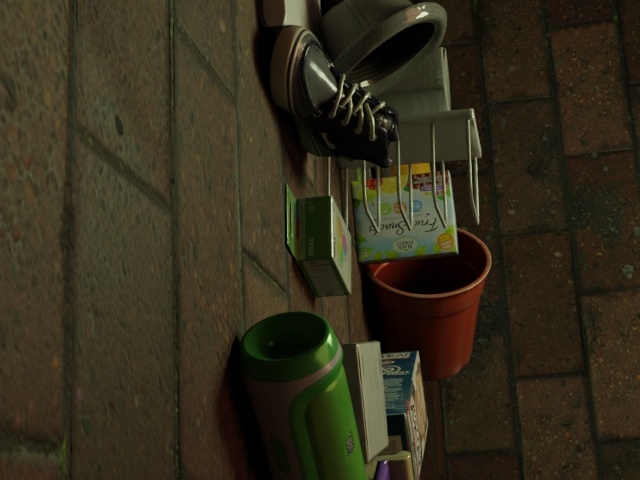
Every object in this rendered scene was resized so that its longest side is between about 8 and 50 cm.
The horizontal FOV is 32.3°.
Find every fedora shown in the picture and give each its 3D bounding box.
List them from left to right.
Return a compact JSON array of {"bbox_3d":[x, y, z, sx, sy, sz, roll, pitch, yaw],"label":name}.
[{"bbox_3d":[0.087,-0.351,1.875,0.124,0.244,0.275,56,16,10],"label":"fedora"}]

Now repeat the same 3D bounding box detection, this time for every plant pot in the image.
[{"bbox_3d":[0.234,0.146,2.420,0.272,0.273,0.265,-81,169,-55],"label":"plant pot"}]

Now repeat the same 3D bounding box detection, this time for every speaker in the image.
[{"bbox_3d":[-0.014,0.238,1.349,0.131,0.131,0.296,-78,159,-59],"label":"speaker"}]

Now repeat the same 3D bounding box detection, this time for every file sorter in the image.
[{"bbox_3d":[0.158,-0.118,2.063,0.193,0.278,0.173,56,32,-68],"label":"file sorter"}]

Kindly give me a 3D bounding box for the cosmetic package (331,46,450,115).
[{"bbox_3d":[0.123,-0.277,2.080,0.127,0.238,0.107,70,20,-62],"label":"cosmetic package"}]

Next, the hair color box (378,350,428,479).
[{"bbox_3d":[0.143,0.355,2.177,0.347,0.105,0.173,-60,143,-74],"label":"hair color box"}]

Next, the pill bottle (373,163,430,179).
[{"bbox_3d":[0.195,-0.185,2.673,0.136,0.136,0.245,-75,156,-63],"label":"pill bottle"}]

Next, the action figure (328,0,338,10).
[{"bbox_3d":[0.031,-0.507,2.286,0.115,0.030,0.038,-80,163,-49],"label":"action figure"}]

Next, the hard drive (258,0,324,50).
[{"bbox_3d":[-0.046,-0.398,1.769,0.319,0.040,0.210,29,56,-77],"label":"hard drive"}]

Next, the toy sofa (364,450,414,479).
[{"bbox_3d":[0.110,0.496,1.725,0.362,0.177,0.150,-74,156,-62],"label":"toy sofa"}]

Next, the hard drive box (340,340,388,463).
[{"bbox_3d":[0.044,0.252,1.745,0.232,0.089,0.181,25,59,-78],"label":"hard drive box"}]

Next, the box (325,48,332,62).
[{"bbox_3d":[0.047,-0.373,2.263,0.207,0.036,0.114,17,67,-79],"label":"box"}]

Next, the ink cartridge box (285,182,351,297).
[{"bbox_3d":[0.000,0.000,1.729,0.209,0.062,0.109,63,24,-61],"label":"ink cartridge box"}]

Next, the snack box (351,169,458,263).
[{"bbox_3d":[0.176,-0.046,2.303,0.070,0.207,0.174,31,54,-76],"label":"snack box"}]

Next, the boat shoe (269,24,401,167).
[{"bbox_3d":[0.035,-0.217,1.706,0.340,0.158,0.127,53,53,-70],"label":"boat shoe"}]

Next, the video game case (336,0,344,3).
[{"bbox_3d":[0.039,-0.567,2.250,0.201,0.023,0.183,21,61,-64],"label":"video game case"}]
